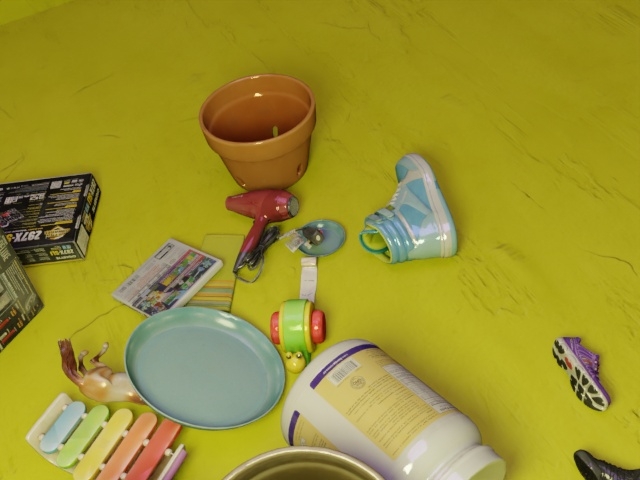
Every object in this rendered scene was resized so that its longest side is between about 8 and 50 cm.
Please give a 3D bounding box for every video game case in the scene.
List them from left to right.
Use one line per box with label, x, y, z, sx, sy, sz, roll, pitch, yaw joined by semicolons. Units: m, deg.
video game case;-0.350;0.091;1.771;0.183;0.023;0.201;20;55;37

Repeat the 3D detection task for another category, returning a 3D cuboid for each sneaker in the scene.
sneaker;0.173;-0.075;1.787;0.208;0.127;0.319;-13;45;-4
sneaker;0.505;0.242;1.461;0.071;0.068;0.170;-11;44;-8
sneaker;0.517;0.409;1.309;0.089;0.051;0.170;-27;52;-16

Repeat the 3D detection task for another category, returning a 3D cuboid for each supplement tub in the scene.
supplement tub;0.118;0.346;1.306;0.241;0.241;0.331;-36;51;-23

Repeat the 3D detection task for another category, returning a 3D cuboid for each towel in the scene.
towel;-0.241;0.076;1.791;0.102;0.021;0.237;2;46;5

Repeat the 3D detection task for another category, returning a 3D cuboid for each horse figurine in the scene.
horse figurine;-0.393;0.269;1.520;0.263;0.066;0.174;15;24;-17

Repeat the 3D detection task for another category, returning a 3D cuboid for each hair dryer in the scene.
hair dryer;-0.146;-0.040;1.823;0.223;0.080;0.293;-28;40;-13

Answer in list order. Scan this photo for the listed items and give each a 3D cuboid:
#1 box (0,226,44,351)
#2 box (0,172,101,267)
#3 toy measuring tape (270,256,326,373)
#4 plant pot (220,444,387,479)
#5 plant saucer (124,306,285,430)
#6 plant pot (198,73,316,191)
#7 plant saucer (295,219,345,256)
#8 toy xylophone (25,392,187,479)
box;-0.739;0.121;1.633;0.076;0.307;0.242;20;53;22
box;-0.739;-0.046;1.959;0.322;0.079;0.257;-7;47;4
toy measuring tape;-0.041;0.131;1.633;0.121;0.121;0.330;-2;46;8
plant pot;-0.014;0.489;1.135;0.323;0.280;0.323;-2;64;4
plant saucer;-0.228;0.254;1.523;0.317;0.044;0.318;15;34;-10
plant pot;-0.146;-0.259;1.967;0.290;0.203;0.291;-5;46;5
plant saucer;0.000;0.000;1.817;0.119;0.021;0.119;-5;45;5
toy xylophone;-0.407;0.419;1.443;0.322;0.081;0.236;9;49;18
